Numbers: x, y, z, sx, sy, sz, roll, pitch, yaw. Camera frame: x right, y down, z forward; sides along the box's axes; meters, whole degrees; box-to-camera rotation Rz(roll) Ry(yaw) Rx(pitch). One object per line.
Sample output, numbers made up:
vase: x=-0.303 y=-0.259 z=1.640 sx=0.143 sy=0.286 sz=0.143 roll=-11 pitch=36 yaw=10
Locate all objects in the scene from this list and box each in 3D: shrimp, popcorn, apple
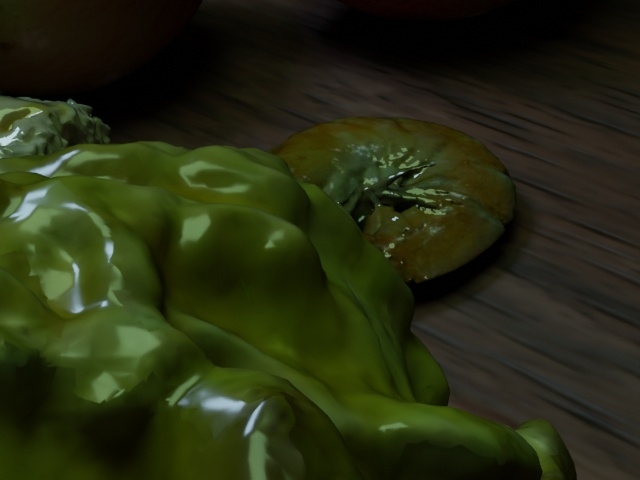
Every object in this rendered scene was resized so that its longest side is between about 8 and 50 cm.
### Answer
shrimp: x=0.000 y=-0.001 z=0.809 sx=0.115 sy=0.051 sz=0.217 roll=19 pitch=38 yaw=38
popcorn: x=-0.042 y=0.081 z=0.525 sx=0.252 sy=0.205 sz=0.237 roll=4 pitch=17 yaw=-7
apple: x=-0.147 y=-0.179 z=1.017 sx=0.164 sy=0.209 sz=0.209 roll=-17 pitch=22 yaw=33

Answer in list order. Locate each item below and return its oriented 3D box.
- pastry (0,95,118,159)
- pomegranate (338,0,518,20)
pastry: x=-0.222 y=-0.031 z=0.893 sx=0.259 sy=0.089 sz=0.121 roll=6 pitch=6 yaw=19
pomegranate: x=0.075 y=-0.226 z=1.023 sx=0.257 sy=0.220 sz=0.221 roll=10 pitch=21 yaw=-24
